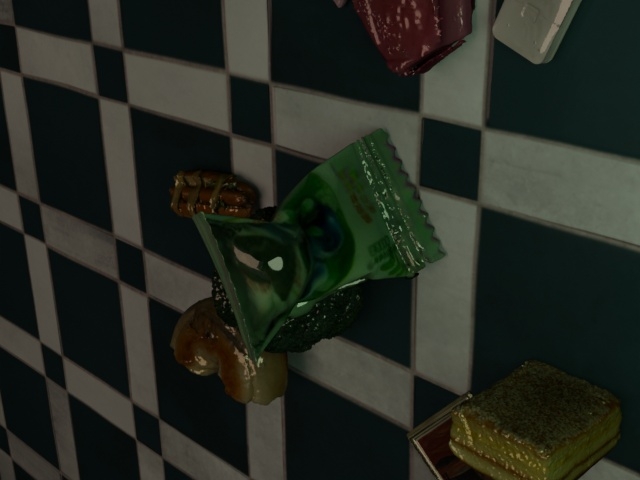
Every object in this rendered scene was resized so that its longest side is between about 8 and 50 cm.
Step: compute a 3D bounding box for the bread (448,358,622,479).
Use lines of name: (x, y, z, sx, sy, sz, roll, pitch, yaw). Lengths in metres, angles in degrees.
bread: (0.332, 0.290, 1.401, 0.184, 0.234, 0.110, 22, 120, 40)

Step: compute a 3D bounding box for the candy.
candy: (0.002, -0.001, 1.526, 0.263, 0.398, 0.172, 66, 164, -8)

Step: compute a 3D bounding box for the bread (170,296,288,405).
bread: (-0.192, 0.209, 1.976, 0.314, 0.171, 0.192, 16, 115, 42)

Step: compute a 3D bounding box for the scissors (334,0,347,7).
scissors: (0.031, -0.504, 1.541, 0.110, 0.021, 0.212, -2, 106, 45)

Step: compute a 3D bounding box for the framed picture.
framed picture: (0.286, 0.433, 1.680, 0.273, 0.016, 0.216, 55, 138, 14)

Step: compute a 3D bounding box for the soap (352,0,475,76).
soap: (0.140, -0.397, 1.406, 0.182, 0.112, 0.289, 15, 118, 46)

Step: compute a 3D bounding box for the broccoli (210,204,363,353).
broccoli: (-0.073, 0.073, 1.743, 0.297, 0.297, 0.297, -161, 58, -66)

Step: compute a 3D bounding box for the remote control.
remote control: (0.326, -0.373, 1.270, 0.103, 0.034, 0.250, 41, 131, 27)

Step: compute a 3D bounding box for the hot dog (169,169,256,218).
hot dog: (-0.234, -0.095, 1.953, 0.269, 0.072, 0.109, 8, 87, 44)
